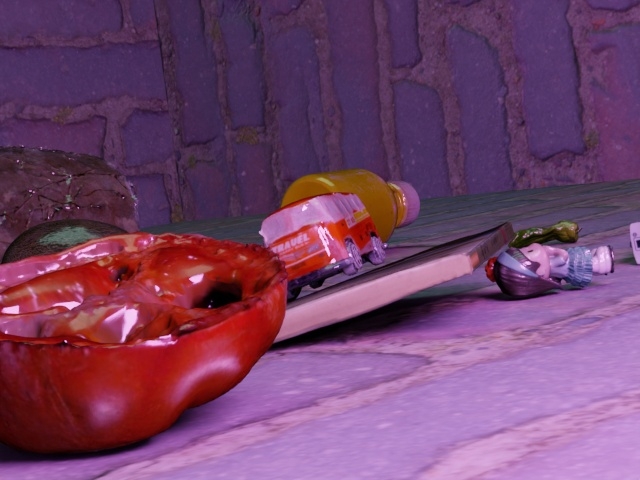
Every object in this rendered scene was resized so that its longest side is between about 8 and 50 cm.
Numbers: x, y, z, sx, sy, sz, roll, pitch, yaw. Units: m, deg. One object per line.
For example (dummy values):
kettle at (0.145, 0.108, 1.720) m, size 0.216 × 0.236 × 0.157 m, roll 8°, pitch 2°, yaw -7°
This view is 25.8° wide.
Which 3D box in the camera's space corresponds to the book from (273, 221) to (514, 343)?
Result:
book at (0.057, 0.036, 1.186) m, size 0.201 × 0.026 × 0.289 m, roll -19°, pitch 0°, yaw 14°

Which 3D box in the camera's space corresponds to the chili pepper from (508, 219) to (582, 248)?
chili pepper at (0.272, -0.007, 1.690) m, size 0.091 × 0.030 × 0.034 m, roll -9°, pitch 28°, yaw 10°

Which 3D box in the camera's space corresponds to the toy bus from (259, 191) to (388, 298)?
toy bus at (0.000, 0.000, 1.214) m, size 0.079 × 0.077 × 0.174 m, roll -21°, pitch -2°, yaw 14°

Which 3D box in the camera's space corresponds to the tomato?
tomato at (-0.128, 0.067, 0.835) m, size 0.228 × 0.101 × 0.228 m, roll -5°, pitch 12°, yaw 1°

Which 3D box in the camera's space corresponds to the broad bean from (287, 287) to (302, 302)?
broad bean at (-0.132, 0.053, 1.347) m, size 0.292 × 0.049 × 0.144 m, roll -9°, pitch -5°, yaw 27°

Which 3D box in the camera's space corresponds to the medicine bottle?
medicine bottle at (0.052, -0.039, 1.919) m, size 0.122 × 0.121 × 0.212 m, roll -5°, pitch 4°, yaw 38°

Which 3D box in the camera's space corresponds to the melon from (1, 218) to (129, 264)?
melon at (-0.272, 0.033, 1.508) m, size 0.167 × 0.114 × 0.114 m, roll -5°, pitch 4°, yaw -1°

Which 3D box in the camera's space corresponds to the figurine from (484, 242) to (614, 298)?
figurine at (0.200, 0.023, 1.216) m, size 0.106 × 0.047 × 0.060 m, roll -6°, pitch 11°, yaw -10°

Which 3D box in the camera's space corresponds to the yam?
yam at (-0.407, -0.007, 1.717) m, size 0.241 × 0.241 × 0.348 m, roll -4°, pitch 3°, yaw 43°

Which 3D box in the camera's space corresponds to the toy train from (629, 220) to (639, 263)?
toy train at (0.366, -0.011, 1.427) m, size 0.047 × 0.043 × 0.207 m, roll -10°, pitch 2°, yaw 32°
